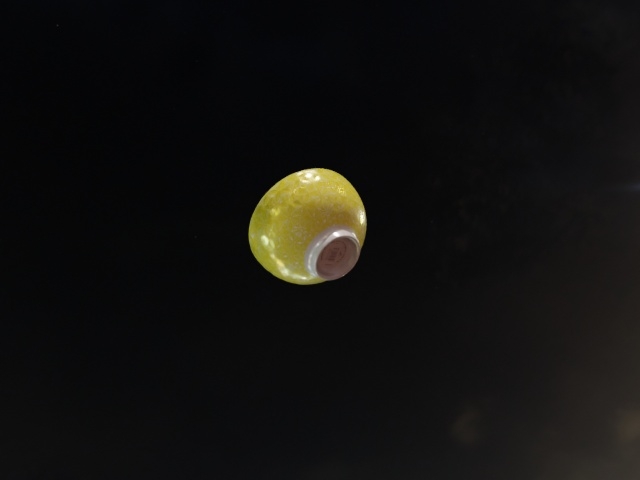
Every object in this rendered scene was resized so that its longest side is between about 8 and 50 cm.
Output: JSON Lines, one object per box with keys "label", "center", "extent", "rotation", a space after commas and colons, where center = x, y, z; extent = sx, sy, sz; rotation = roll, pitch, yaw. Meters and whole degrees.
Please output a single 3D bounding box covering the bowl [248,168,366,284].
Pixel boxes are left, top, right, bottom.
{"label": "bowl", "center": [0.000, 0.000, 0.940], "extent": [0.290, 0.156, 0.289], "rotation": [-18, -50, -22]}
